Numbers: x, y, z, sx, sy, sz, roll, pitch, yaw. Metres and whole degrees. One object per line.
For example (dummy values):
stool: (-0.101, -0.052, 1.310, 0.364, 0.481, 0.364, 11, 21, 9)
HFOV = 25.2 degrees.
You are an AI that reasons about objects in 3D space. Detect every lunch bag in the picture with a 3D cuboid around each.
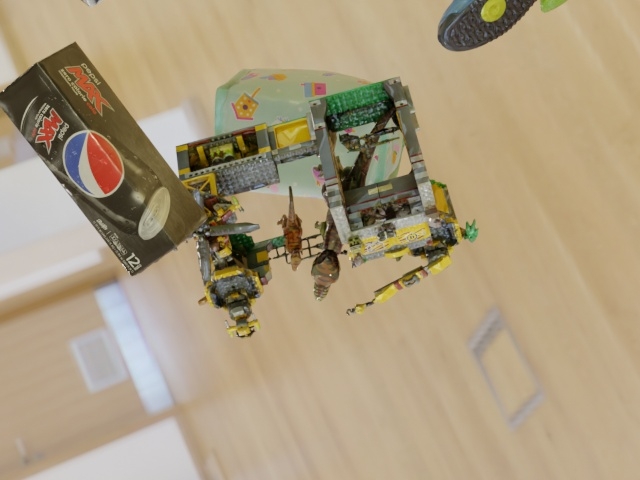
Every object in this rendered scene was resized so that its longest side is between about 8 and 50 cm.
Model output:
lunch bag: (-0.007, -0.137, 1.800, 0.262, 0.223, 0.160, -57, -29, -76)

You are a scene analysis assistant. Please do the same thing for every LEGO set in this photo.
LEGO set: (0.000, 0.000, 1.416, 0.192, 0.331, 0.255, -101, 3, -46)

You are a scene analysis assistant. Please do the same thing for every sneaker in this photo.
sneaker: (0.202, -0.295, 1.580, 0.069, 0.209, 0.082, 42, -174, -48)

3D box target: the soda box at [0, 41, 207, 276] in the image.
soda box: (-0.162, -0.061, 1.067, 0.053, 0.060, 0.169, -33, 98, 32)

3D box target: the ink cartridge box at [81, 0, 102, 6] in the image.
ink cartridge box: (-0.255, -0.443, 1.874, 0.045, 0.206, 0.208, 37, 153, 41)

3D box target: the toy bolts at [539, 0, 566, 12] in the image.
toy bolts: (0.182, -0.306, 0.991, 0.228, 0.158, 0.218, 37, -137, -55)
